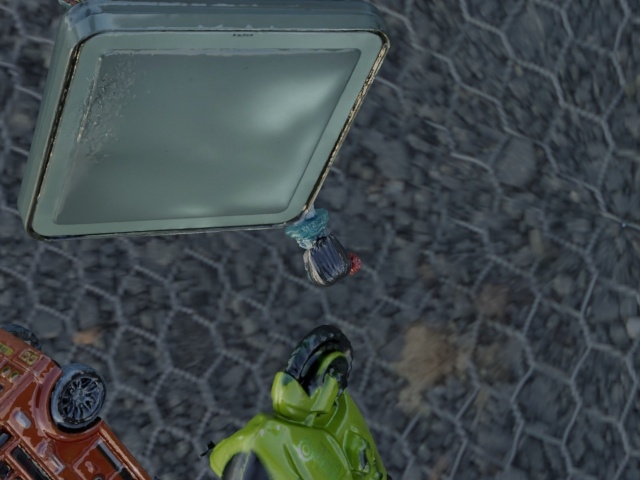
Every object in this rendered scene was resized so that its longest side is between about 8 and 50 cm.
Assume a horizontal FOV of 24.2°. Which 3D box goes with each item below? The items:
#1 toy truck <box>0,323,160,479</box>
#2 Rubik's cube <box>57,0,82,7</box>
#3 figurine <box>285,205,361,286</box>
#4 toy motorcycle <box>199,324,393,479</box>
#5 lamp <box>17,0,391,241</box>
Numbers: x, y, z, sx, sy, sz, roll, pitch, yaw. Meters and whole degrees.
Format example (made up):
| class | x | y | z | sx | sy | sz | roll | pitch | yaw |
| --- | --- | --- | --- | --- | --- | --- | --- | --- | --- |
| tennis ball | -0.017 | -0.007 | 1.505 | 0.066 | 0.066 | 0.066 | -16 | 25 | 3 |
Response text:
| class | x | y | z | sx | sy | sz | roll | pitch | yaw |
| --- | --- | --- | --- | --- | --- | --- | --- | --- | --- |
| toy truck | -0.182 | 0.173 | 1.078 | 0.107 | 0.252 | 0.114 | 20 | 59 | 46 |
| Rubik's cube | -0.223 | -0.276 | 1.502 | 0.111 | 0.111 | 0.093 | 53 | 139 | 6 |
| figurine | 0.000 | 0.000 | 1.607 | 0.060 | 0.047 | 0.106 | -34 | 112 | -18 |
| toy motorcycle | -0.005 | 0.253 | 1.526 | 0.206 | 0.342 | 0.142 | -41 | 48 | -21 |
| lamp | -0.102 | -0.095 | 1.241 | 0.269 | 0.266 | 0.047 | -3 | 53 | -25 |
